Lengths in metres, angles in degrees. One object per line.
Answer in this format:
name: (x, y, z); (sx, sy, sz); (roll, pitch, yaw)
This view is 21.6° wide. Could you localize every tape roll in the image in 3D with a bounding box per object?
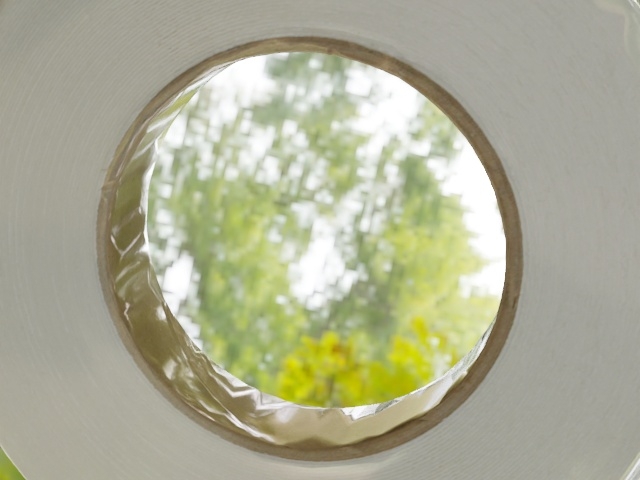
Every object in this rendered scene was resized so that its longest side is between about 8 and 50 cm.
tape roll: (0.000, 0.000, 0.828); (0.072, 0.392, 0.392); (-45, 153, -73)
